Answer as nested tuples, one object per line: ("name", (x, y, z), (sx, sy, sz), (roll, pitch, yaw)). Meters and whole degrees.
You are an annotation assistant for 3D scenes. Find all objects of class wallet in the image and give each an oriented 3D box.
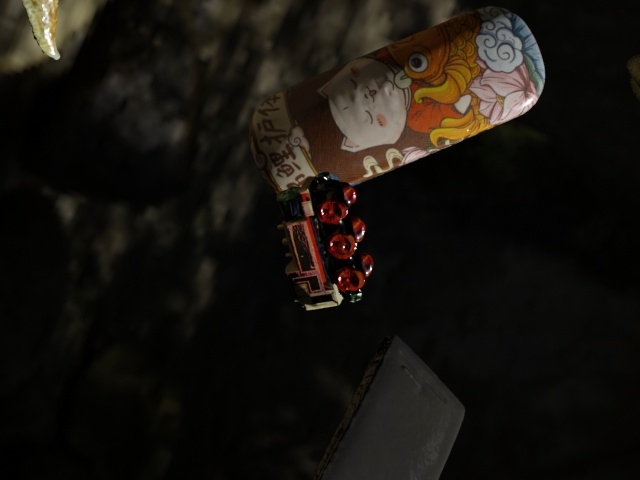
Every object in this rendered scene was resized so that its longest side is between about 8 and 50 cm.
("wallet", (0.059, 0.211, 1.816), (0.025, 0.124, 0.244), (-19, -149, 44))

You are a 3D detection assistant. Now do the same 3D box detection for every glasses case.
("glasses case", (0.080, -0.142, 2.061), (0.321, 0.122, 0.082), (-23, -179, 3))

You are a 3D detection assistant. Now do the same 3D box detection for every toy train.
("toy train", (0.000, 0.000, 1.945), (0.050, 0.087, 0.138), (-59, 137, -66))

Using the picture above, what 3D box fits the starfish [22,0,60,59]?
("starfish", (-0.206, -0.341, 1.512), (0.078, 0.358, 0.347), (-7, -120, 41))

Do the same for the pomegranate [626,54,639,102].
("pomegranate", (0.353, -0.120, 1.569), (0.241, 0.190, 0.159), (-96, 164, -55))
